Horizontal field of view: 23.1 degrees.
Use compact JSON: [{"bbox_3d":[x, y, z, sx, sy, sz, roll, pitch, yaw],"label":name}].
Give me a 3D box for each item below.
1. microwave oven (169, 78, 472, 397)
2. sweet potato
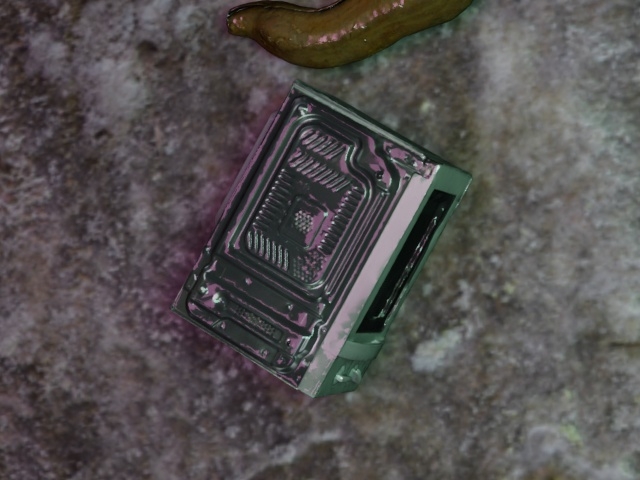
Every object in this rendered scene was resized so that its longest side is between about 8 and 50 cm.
[{"bbox_3d":[0.000,0.000,1.240,0.162,0.122,0.208,31,97,16],"label":"microwave oven"},{"bbox_3d":[0.033,-0.188,1.274,0.233,0.062,0.081,-17,67,20],"label":"sweet potato"}]
